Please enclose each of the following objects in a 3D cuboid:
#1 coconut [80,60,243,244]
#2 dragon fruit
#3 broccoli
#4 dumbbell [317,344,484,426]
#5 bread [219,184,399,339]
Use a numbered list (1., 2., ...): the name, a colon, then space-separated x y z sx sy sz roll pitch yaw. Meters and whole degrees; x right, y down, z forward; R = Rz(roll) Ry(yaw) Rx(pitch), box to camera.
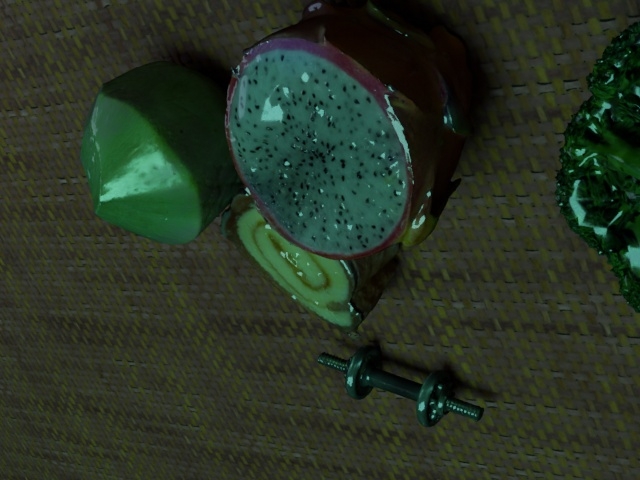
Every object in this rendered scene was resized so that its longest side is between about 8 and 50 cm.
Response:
1. coconut: -0.202 -0.102 1.578 0.204 0.236 0.236 32 141 18
2. dragon fruit: 0.043 -0.137 1.387 0.290 0.189 0.291 20 128 27
3. broccoli: 0.350 -0.064 1.110 0.297 0.297 0.298 2 101 12
4. dumbbell: 0.107 0.199 1.717 0.253 0.081 0.082 17 135 29
5. bread: -0.006 0.005 1.598 0.244 0.123 0.190 49 143 -7
